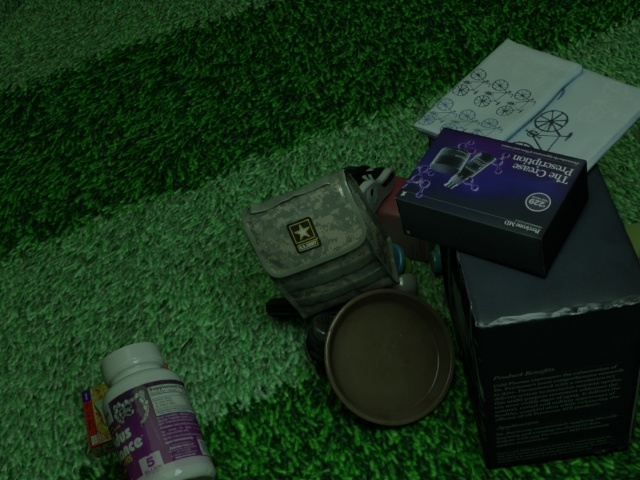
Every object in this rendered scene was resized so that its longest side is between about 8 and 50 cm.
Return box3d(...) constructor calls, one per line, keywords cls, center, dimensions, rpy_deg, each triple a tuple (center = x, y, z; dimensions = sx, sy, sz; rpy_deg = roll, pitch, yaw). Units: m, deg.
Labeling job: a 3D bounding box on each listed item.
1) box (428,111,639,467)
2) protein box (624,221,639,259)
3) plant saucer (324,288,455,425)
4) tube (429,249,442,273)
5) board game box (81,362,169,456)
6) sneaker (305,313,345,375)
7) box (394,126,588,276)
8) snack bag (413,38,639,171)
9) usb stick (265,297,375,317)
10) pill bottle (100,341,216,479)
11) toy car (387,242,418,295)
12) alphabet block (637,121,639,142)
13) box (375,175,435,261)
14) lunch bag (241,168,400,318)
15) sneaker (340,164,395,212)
box3d(cls="box", center=(0.398, 0.094, 1.724), dimensions=(0.297, 0.472, 0.480), rpy_deg=(-9, 47, 3))
box3d(cls="protein box", center=(0.697, 0.075, 1.909), dimensions=(0.201, 0.136, 0.200), rpy_deg=(-12, 48, 0))
box3d(cls="plant saucer", center=(0.138, 0.237, 1.851), dimensions=(0.278, 0.041, 0.278), rpy_deg=(3, 77, -12))
box3d(cls="tube", center=(0.355, 0.033, 2.079), dimensions=(0.207, 0.052, 0.080), rpy_deg=(-9, 52, -4))
box3d(cls="board game box", center=(-0.401, 0.358, 1.933), dimensions=(0.193, 0.045, 0.147), rpy_deg=(-19, 48, -7))
box3d(cls="sneaker", center=(0.073, 0.230, 1.938), dimensions=(0.227, 0.130, 0.087), rpy_deg=(9, 44, -18))
box3d(cls="box", center=(0.284, -0.070, 1.505), dimensions=(0.261, 0.103, 0.184), rpy_deg=(18, 60, 30))
box3d(cls="snack bag", center=(0.399, -0.238, 1.681), dimensions=(0.342, 0.037, 0.323), rpy_deg=(31, 60, 34))
box3d(cls="usb stick", center=(0.007, 0.145, 1.983), dimensions=(0.278, 0.077, 0.045), rpy_deg=(-3, 84, 31))
box3d(cls="pill bottle", center=(-0.331, 0.359, 1.786), dimensions=(0.169, 0.169, 0.301), rpy_deg=(-22, 64, -9))
box3d(cls="toy car", center=(0.121, 0.070, 2.028), dimensions=(0.182, 0.136, 0.159), rpy_deg=(-26, 48, -12))
box3d(cls="alphabet block", center=(0.889, -0.284, 2.156), dimensions=(0.193, 0.197, 0.192), rpy_deg=(-18, 48, -5))
box3d(cls="box", center=(0.159, -0.062, 2.132), dimensions=(0.232, 0.149, 0.127), rpy_deg=(13, 52, 22))
box3d(cls="lunch bag", center=(0.000, 0.000, 1.851), dimensions=(0.235, 0.287, 0.169), rpy_deg=(-21, 45, 15))
box3d(cls="sneaker", center=(0.076, -0.111, 2.012), dimensions=(0.121, 0.079, 0.217), rpy_deg=(7, 21, 23))
